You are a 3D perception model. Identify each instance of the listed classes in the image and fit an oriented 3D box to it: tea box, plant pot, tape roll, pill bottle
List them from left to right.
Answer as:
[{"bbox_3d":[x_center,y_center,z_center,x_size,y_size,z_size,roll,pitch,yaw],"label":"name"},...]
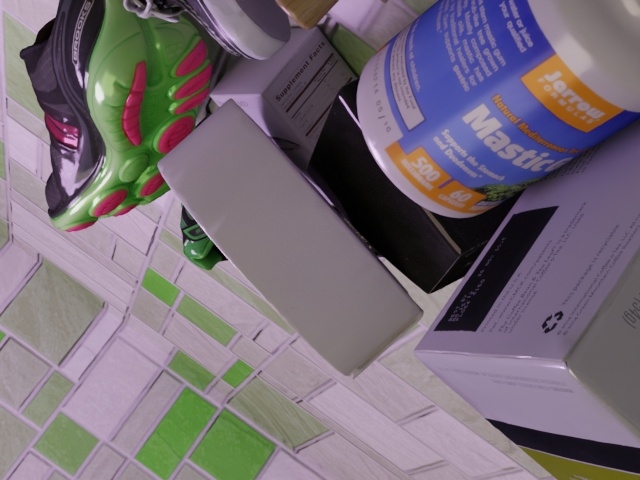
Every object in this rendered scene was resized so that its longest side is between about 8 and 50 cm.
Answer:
[{"bbox_3d":[-0.028,-0.002,1.171,0.286,0.100,0.286,48,180,0],"label":"tape roll"},{"bbox_3d":[0.120,-0.064,1.059,0.167,0.187,0.188,60,163,13],"label":"plant pot"},{"bbox_3d":[0.163,-0.136,0.839,0.152,0.152,0.272,41,137,-14],"label":"pill bottle"},{"bbox_3d":[0.310,0.054,0.875,0.323,0.329,0.220,40,165,-15],"label":"tea box"}]

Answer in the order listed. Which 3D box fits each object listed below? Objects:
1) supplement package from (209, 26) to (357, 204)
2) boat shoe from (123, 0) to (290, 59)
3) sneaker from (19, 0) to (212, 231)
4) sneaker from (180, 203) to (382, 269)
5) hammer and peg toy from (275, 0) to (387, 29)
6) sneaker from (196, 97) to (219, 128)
[{"bbox_3d":[-0.012,-0.133,1.308,0.105,0.105,0.179,9,146,53],"label":"supplement package"},{"bbox_3d":[-0.135,-0.246,1.070,0.113,0.105,0.306,18,-148,-57],"label":"boat shoe"},{"bbox_3d":[-0.249,-0.165,1.415,0.202,0.185,0.483,59,151,14],"label":"sneaker"},{"bbox_3d":[0.000,0.000,1.433,0.343,0.146,0.134,6,155,2],"label":"sneaker"},{"bbox_3d":[-0.064,-0.308,0.919,0.266,0.127,0.361,39,-169,-24],"label":"hammer and peg toy"},{"bbox_3d":[-0.103,-0.137,1.476,0.081,0.080,0.211,39,161,0],"label":"sneaker"}]
